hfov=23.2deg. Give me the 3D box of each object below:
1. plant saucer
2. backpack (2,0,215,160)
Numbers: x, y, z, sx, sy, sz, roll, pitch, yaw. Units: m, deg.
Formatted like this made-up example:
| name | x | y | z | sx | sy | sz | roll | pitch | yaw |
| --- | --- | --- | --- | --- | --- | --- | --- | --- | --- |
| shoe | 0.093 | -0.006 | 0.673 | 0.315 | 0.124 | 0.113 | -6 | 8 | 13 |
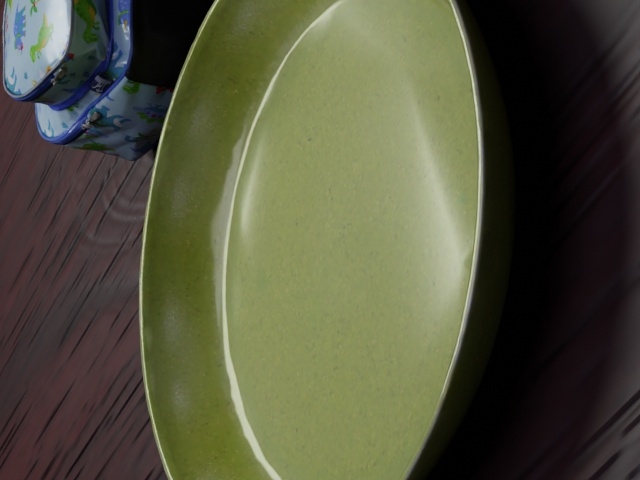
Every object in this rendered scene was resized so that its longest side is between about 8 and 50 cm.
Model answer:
| name | x | y | z | sx | sy | sz | roll | pitch | yaw |
| --- | --- | --- | --- | --- | --- | --- | --- | --- | --- |
| plant saucer | 0.000 | 0.000 | 0.566 | 0.241 | 0.037 | 0.241 | -19 | 67 | 56 |
| backpack | -0.098 | -0.096 | 0.708 | 0.114 | 0.084 | 0.105 | -39 | 49 | 53 |
